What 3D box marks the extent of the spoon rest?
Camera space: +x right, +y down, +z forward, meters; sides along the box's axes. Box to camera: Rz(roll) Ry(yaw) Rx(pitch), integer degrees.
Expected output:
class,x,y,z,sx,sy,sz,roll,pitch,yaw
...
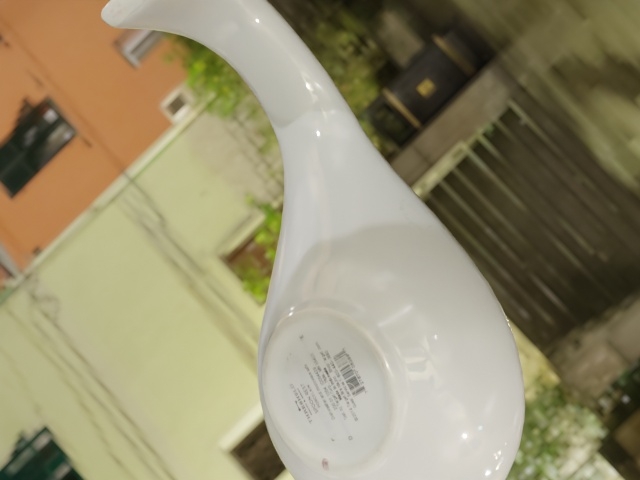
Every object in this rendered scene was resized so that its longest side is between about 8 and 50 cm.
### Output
class,x,y,z,sx,sy,sz,roll,pitch,yaw
spoon rest,0.000,0.000,0.654,0.084,0.137,0.276,-15,-103,-52
